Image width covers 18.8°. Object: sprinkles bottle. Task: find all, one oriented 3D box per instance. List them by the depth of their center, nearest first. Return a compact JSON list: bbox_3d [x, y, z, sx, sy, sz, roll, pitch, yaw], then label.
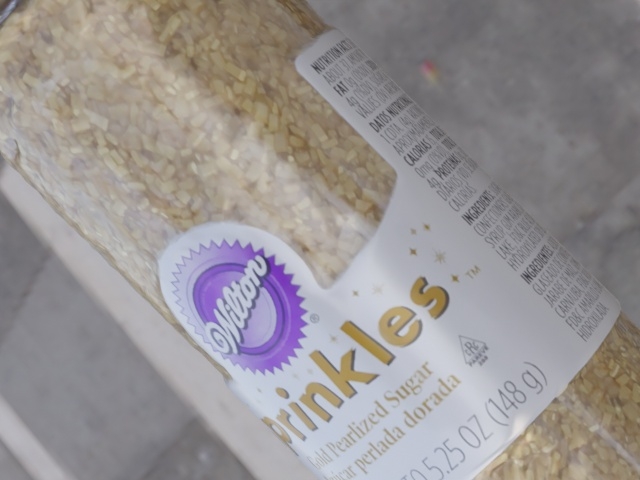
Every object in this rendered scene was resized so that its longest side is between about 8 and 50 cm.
[{"bbox_3d":[0.000,0.000,0.663,0.355,0.121,0.121,44,150,0],"label":"sprinkles bottle"}]
